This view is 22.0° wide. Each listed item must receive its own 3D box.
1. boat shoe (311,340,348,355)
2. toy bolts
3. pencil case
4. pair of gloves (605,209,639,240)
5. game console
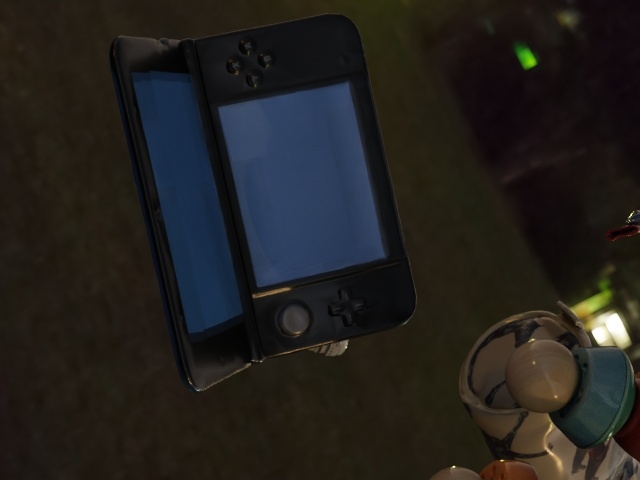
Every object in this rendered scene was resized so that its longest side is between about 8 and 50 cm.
[{"bbox_3d":[0.000,0.000,1.622,0.083,0.076,0.226,124,-25,-61],"label":"boat shoe"},{"bbox_3d":[0.196,0.194,1.323,0.158,0.228,0.218,22,10,-16],"label":"toy bolts"},{"bbox_3d":[0.311,0.268,1.989,0.160,0.183,0.410,26,-29,52],"label":"pencil case"},{"bbox_3d":[0.411,-0.036,1.825,0.159,0.198,0.023,-24,95,-43],"label":"pair of gloves"},{"bbox_3d":[-0.040,-0.042,1.395,0.173,0.250,0.293,178,-101,-75],"label":"game console"}]
